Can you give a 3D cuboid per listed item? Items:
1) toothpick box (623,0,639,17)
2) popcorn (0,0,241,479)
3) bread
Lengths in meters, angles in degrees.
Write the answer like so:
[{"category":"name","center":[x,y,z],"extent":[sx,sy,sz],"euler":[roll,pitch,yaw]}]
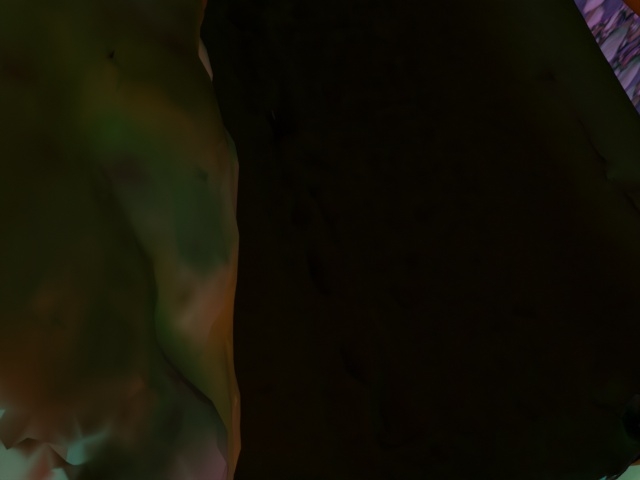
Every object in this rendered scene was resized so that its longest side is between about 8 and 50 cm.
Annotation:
[{"category":"toothpick box","center":[0.158,-0.200,0.828],"extent":[0.175,0.271,0.175],"euler":[-37,159,-17]},{"category":"popcorn","center":[-0.195,0.036,0.406],"extent":[0.354,0.390,0.344],"euler":[0,120,-11]},{"category":"bread","center":[0.000,0.000,0.710],"extent":[0.251,0.376,0.208],"euler":[-11,140,-14]}]
